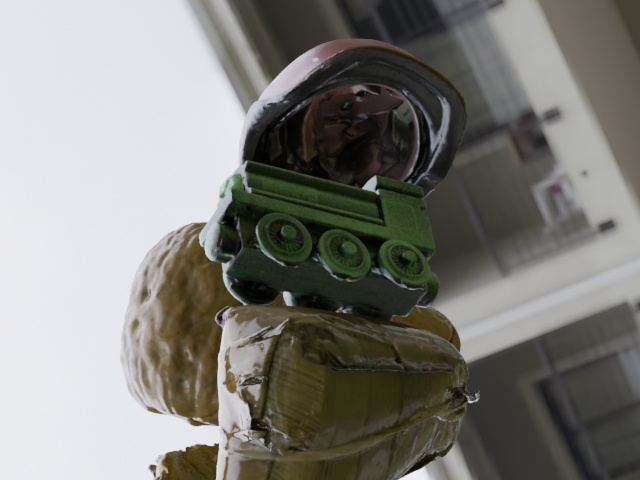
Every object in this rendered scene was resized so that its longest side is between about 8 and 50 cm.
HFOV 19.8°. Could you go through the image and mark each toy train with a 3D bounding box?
[{"bbox_3d":[0.000,0.000,1.230,0.170,0.071,0.111,13,-136,-26],"label":"toy train"}]

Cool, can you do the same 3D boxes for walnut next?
[{"bbox_3d":[-0.095,0.069,1.590,0.155,0.155,0.184,22,-104,-56],"label":"walnut"}]

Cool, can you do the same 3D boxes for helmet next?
[{"bbox_3d":[0.027,-0.115,1.845,0.198,0.253,0.154,27,-151,-17],"label":"helmet"}]

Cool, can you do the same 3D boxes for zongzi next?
[{"bbox_3d":[0.007,0.141,1.111,0.194,0.099,0.197,8,-90,-47],"label":"zongzi"}]

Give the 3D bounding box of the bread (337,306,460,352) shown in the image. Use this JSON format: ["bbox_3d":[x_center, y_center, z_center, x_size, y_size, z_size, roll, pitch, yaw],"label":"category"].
[{"bbox_3d":[0.044,0.079,1.806,0.134,0.225,0.081,23,-93,-22],"label":"bread"}]

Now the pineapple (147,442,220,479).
[{"bbox_3d":[-0.073,0.247,1.621,0.221,0.047,0.221,21,-157,-9],"label":"pineapple"}]
